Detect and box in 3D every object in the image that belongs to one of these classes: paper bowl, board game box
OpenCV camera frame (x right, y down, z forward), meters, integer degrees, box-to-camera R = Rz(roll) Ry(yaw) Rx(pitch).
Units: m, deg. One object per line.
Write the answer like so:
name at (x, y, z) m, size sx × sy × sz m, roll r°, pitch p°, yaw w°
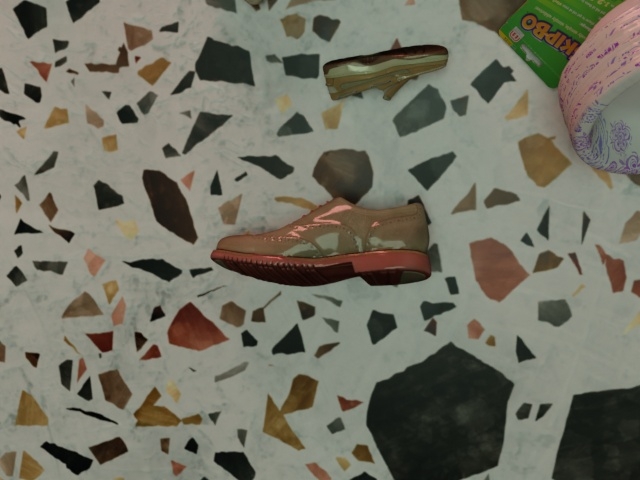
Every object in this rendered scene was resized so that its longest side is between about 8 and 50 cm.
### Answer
paper bowl at (0.455, -0.219, 0.989) m, size 0.285 × 0.284 × 0.148 m, roll -12°, pitch 63°, yaw 11°
board game box at (0.370, -0.328, 1.037) m, size 0.124 × 0.039 × 0.259 m, roll 47°, pitch 137°, yaw -1°

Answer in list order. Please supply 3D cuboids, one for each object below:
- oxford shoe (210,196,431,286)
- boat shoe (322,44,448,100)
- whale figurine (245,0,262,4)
oxford shoe at (0.000, 0.000, 1.193) m, size 0.349 × 0.123 × 0.130 m, roll 1°, pitch 74°, yaw 11°
boat shoe at (0.101, -0.247, 1.146) m, size 0.190 × 0.068 × 0.072 m, roll -4°, pitch 111°, yaw 20°
whale figurine at (-0.091, -0.493, 1.113) m, size 0.216 × 0.141 × 0.272 m, roll 23°, pitch 127°, yaw 5°
